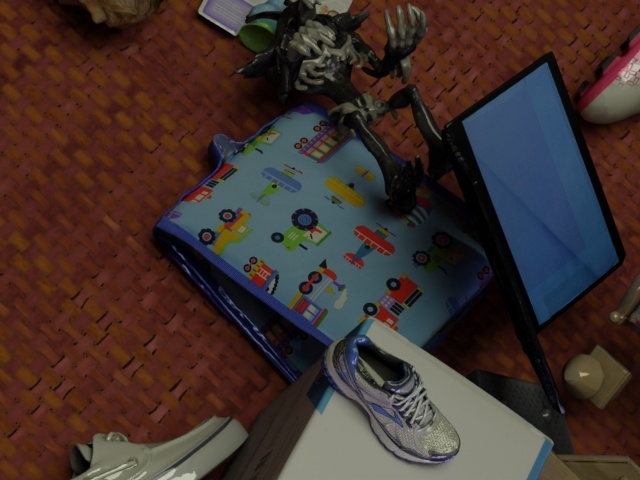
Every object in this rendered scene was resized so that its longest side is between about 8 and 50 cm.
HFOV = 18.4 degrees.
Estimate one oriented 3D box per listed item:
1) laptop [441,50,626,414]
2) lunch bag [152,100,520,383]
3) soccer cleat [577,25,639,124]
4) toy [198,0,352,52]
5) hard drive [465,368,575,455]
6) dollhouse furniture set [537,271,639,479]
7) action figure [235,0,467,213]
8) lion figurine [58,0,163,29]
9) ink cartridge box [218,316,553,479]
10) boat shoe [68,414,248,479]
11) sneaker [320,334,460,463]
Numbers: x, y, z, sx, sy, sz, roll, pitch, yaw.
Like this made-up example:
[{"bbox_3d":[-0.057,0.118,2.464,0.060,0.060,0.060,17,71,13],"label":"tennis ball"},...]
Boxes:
[{"bbox_3d":[0.212,-0.013,1.797,0.137,0.264,0.234,-23,109,2],"label":"laptop"},{"bbox_3d":[0.000,0.000,1.892,0.293,0.138,0.221,42,60,8],"label":"lunch bag"},{"bbox_3d":[0.417,-0.200,2.144,0.331,0.116,0.143,-39,85,-31],"label":"soccer cleat"},{"bbox_3d":[-0.017,-0.293,2.045,0.137,0.056,0.237,30,60,-8],"label":"toy"},{"bbox_3d":[0.195,0.255,1.851,0.172,0.054,0.254,16,56,-53],"label":"hard drive"},{"bbox_3d":[0.367,0.138,1.773,0.303,0.355,0.174,45,19,28],"label":"dollhouse furniture set"},{"bbox_3d":[0.033,-0.163,1.882,0.164,0.141,0.275,-25,61,-30],"label":"action figure"},{"bbox_3d":[-0.132,-0.376,1.990,0.392,0.142,0.240,-31,89,-34],"label":"lion figurine"},{"bbox_3d":[0.027,0.234,1.709,0.197,0.270,0.198,34,60,-7],"label":"ink cartridge box"},{"bbox_3d":[-0.187,0.212,1.739,0.267,0.096,0.088,-31,86,-21],"label":"boat shoe"},{"bbox_3d":[0.061,0.126,1.576,0.135,0.058,0.052,41,59,-4],"label":"sneaker"}]
